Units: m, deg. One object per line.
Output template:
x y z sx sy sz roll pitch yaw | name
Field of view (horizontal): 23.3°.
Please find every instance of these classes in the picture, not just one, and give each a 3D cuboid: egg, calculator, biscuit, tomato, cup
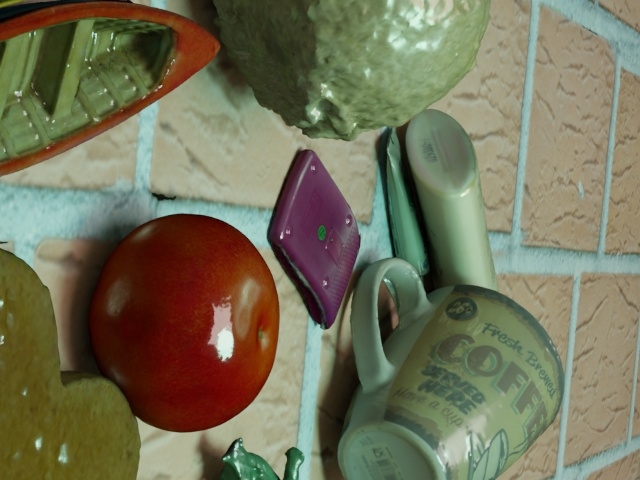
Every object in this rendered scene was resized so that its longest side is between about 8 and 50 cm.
0.034 -0.228 1.450 0.310 0.279 0.279 69 34 -61 | egg
0.000 0.000 1.691 0.127 0.034 0.190 -69 151 -28 | calculator
-0.268 0.214 1.089 0.368 0.076 0.394 64 35 -49 | biscuit
-0.110 0.071 1.327 0.195 0.136 0.195 5 90 -67 | tomato
0.122 0.170 1.819 0.301 0.227 0.257 60 37 -7 | cup

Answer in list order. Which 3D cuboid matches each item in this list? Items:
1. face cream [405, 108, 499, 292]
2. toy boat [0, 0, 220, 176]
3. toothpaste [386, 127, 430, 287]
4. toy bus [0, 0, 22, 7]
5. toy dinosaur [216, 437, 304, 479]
0.177 0.011 1.980 0.173 0.081 0.348 -106 -179 -46 | face cream
-0.201 -0.122 1.123 0.392 0.079 0.136 -32 149 -59 | toy boat
0.104 -0.033 1.912 0.064 0.041 0.218 -73 155 -58 | toothpaste
-0.215 -0.221 1.044 0.335 0.123 0.121 -35 127 -59 | toy bus
-0.049 0.295 1.590 0.120 0.079 0.292 -64 147 -28 | toy dinosaur
